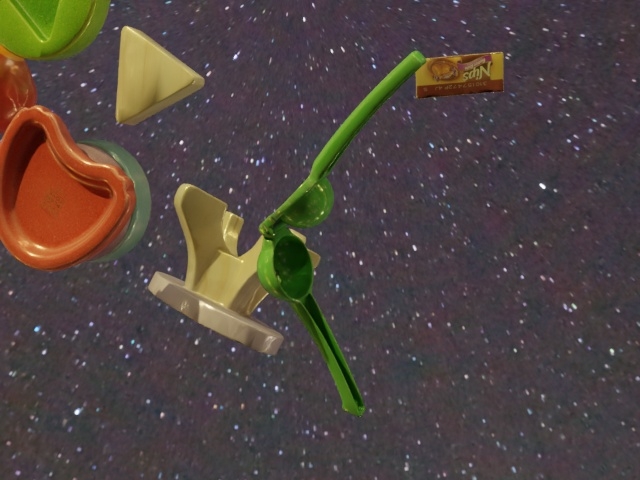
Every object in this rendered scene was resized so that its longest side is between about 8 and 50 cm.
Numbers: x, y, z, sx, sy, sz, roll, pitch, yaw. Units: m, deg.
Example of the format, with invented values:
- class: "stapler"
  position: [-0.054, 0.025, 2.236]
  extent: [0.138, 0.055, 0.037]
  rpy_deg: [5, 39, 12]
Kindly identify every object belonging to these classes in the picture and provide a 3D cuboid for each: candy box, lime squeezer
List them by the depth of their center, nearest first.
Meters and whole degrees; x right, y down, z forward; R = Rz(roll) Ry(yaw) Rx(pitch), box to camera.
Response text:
- class: "lime squeezer"
  position: [0.000, 0.000, 0.527]
  extent: [0.110, 0.059, 0.310]
  rpy_deg: [28, -56, 34]
- class: "candy box"
  position: [0.189, -0.224, 0.916]
  extent: [0.109, 0.186, 0.053]
  rpy_deg: [-2, -75, 12]

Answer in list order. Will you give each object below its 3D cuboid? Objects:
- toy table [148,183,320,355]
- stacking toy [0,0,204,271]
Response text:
- class: "toy table"
  position: [-0.124, 0.044, 0.976]
  extent: [0.252, 0.274, 0.160]
  rpy_deg: [31, -98, -46]
- class: "stacking toy"
  position: [-0.254, -0.143, 0.689]
  extent: [0.279, 0.130, 0.309]
  rpy_deg: [-44, -98, 16]
